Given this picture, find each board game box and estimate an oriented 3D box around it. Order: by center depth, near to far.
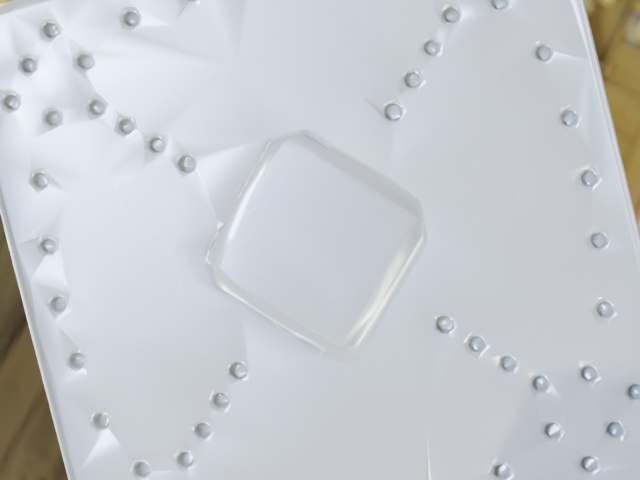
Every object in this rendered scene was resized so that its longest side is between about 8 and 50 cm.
[{"bbox_3d":[0.000,0.000,1.066,0.390,0.389,0.050,-13,-177,11],"label":"board game box"}]
